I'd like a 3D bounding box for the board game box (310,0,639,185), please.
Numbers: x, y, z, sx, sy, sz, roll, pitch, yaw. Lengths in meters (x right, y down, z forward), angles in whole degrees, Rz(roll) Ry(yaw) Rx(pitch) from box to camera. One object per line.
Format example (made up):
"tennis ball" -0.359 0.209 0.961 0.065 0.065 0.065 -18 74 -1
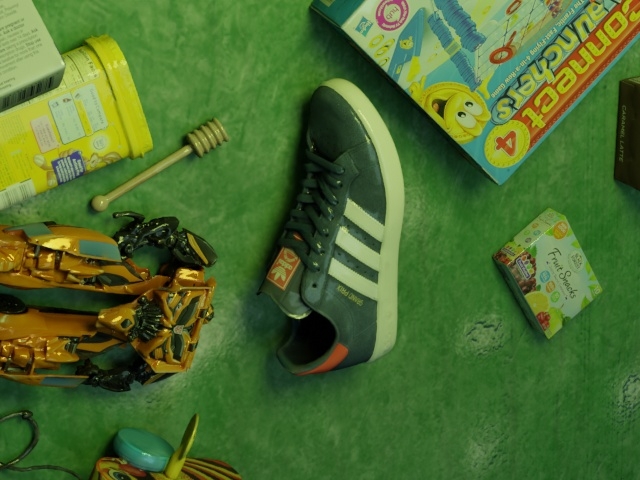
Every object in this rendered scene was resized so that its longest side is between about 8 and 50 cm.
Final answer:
"board game box" 0.199 -0.267 1.478 0.308 0.086 0.302 -48 125 5

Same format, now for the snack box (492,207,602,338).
"snack box" 0.292 0.043 1.712 0.100 0.037 0.141 -41 124 -10

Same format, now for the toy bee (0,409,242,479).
"toy bee" -0.203 0.290 1.463 0.298 0.162 0.195 -6 115 -28

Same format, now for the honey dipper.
"honey dipper" -0.171 -0.077 1.407 0.160 0.030 0.030 -31 123 -10

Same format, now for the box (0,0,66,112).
"box" -0.320 -0.183 1.214 0.126 0.072 0.137 -27 89 -17

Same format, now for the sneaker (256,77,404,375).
"sneaker" 0.000 0.000 1.471 0.148 0.131 0.350 -19 119 -27

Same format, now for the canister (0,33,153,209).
"canister" -0.264 -0.114 1.310 0.170 0.073 0.126 -25 120 -17

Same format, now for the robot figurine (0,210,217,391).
"robot figurine" -0.237 0.071 1.394 0.291 0.085 0.211 7 111 -31

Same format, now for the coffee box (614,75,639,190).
"coffee box" 0.506 -0.152 1.714 0.246 0.098 0.141 -15 117 -24
